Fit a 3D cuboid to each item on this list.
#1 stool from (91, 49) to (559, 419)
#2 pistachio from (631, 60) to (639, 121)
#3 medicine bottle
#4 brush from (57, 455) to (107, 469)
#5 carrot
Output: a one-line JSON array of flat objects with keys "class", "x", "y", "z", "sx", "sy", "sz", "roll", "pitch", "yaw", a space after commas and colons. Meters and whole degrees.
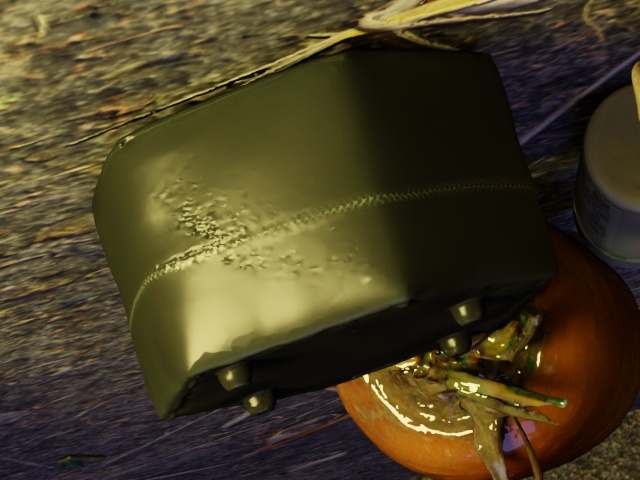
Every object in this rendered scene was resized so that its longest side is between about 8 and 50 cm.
[{"class": "stool", "x": 0.000, "y": 0.000, "z": 1.011, "sx": 0.232, "sy": 0.141, "sz": 0.232, "roll": -16, "pitch": 167, "yaw": -4}, {"class": "pistachio", "x": 0.270, "y": -0.062, "z": 1.035, "sx": 0.318, "sy": 0.214, "sz": 0.193, "roll": 16, "pitch": 103, "yaw": -52}, {"class": "medicine bottle", "x": 0.206, "y": -0.039, "z": 1.255, "sx": 0.086, "sy": 0.086, "sz": 0.183, "roll": -17, "pitch": 168, "yaw": 1}, {"class": "brush", "x": -0.240, "y": 0.225, "z": 1.995, "sx": 0.016, "sy": 0.013, "sz": 0.083, "roll": -23, "pitch": 168, "yaw": 17}, {"class": "carrot", "x": 0.106, "y": 0.075, "z": 1.350, "sx": 0.193, "sy": 0.214, "sz": 0.331, "roll": 15, "pitch": 174, "yaw": 19}]
